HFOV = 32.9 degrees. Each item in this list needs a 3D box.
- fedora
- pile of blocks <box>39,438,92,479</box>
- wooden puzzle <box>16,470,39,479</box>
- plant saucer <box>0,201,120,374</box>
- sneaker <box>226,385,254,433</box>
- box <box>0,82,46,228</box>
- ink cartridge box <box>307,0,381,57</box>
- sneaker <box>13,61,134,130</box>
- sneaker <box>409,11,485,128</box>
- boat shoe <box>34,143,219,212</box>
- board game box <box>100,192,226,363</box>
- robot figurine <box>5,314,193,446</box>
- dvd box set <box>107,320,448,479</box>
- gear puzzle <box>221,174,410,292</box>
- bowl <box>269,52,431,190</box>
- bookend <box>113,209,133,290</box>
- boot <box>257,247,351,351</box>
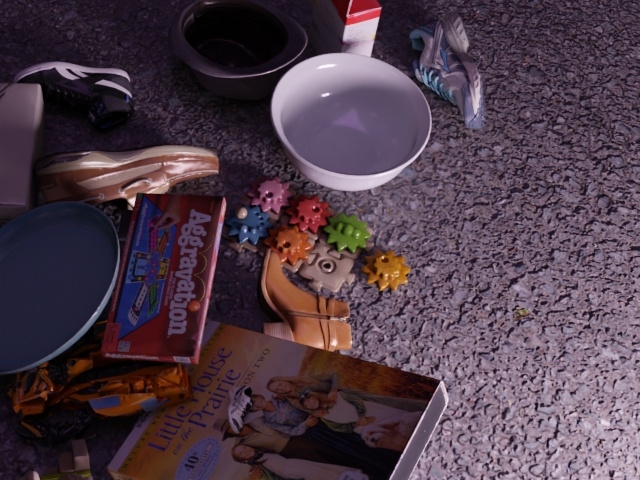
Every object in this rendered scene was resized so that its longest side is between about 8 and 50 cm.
[{"bbox_3d":[-0.162,-0.356,2.087,0.275,0.124,0.244,32,54,23],"label":"fedora"},{"bbox_3d":[-0.355,0.410,1.447,0.113,0.148,0.362,-4,33,-15],"label":"pile of blocks"},{"bbox_3d":[-0.475,0.495,1.356,0.348,0.080,0.322,-31,55,11],"label":"wooden puzzle"},{"bbox_3d":[-0.444,0.077,1.693,0.318,0.043,0.317,-15,49,18],"label":"plant saucer"},{"bbox_3d":[-0.116,0.244,1.586,0.037,0.032,0.083,-13,43,7],"label":"sneaker"},{"bbox_3d":[-0.539,-0.139,1.887,0.094,0.113,0.275,0,54,-8],"label":"box"},{"bbox_3d":[0.047,-0.439,2.114,0.078,0.231,0.134,-18,60,-20],"label":"ink cartridge box"},{"bbox_3d":[-0.446,-0.260,1.991,0.217,0.079,0.121,-4,56,-24],"label":"sneaker"},{"bbox_3d":[0.252,-0.326,2.166,0.122,0.110,0.283,-14,55,3],"label":"sneaker"},{"bbox_3d":[-0.337,-0.102,1.901,0.324,0.123,0.119,-7,92,-26],"label":"boat shoe"},{"bbox_3d":[-0.237,0.052,1.663,0.145,0.027,0.281,3,60,6],"label":"board game box"},{"bbox_3d":[-0.346,0.199,1.662,0.291,0.085,0.211,-12,51,1],"label":"robot figurine"},{"bbox_3d":[-0.064,0.285,1.594,0.421,0.062,0.307,12,51,30],"label":"dvd box set"},{"bbox_3d":[0.000,0.000,1.916,0.339,0.044,0.175,26,56,9],"label":"gear puzzle"},{"bbox_3d":[0.047,-0.196,2.006,0.298,0.134,0.297,4,56,-7],"label":"bowl"},{"bbox_3d":[-0.329,0.014,1.785,0.156,0.157,0.072,5,55,-7],"label":"bookend"},{"bbox_3d":[-0.027,0.104,1.826,0.153,0.073,0.197,-2,68,-9],"label":"boot"}]
